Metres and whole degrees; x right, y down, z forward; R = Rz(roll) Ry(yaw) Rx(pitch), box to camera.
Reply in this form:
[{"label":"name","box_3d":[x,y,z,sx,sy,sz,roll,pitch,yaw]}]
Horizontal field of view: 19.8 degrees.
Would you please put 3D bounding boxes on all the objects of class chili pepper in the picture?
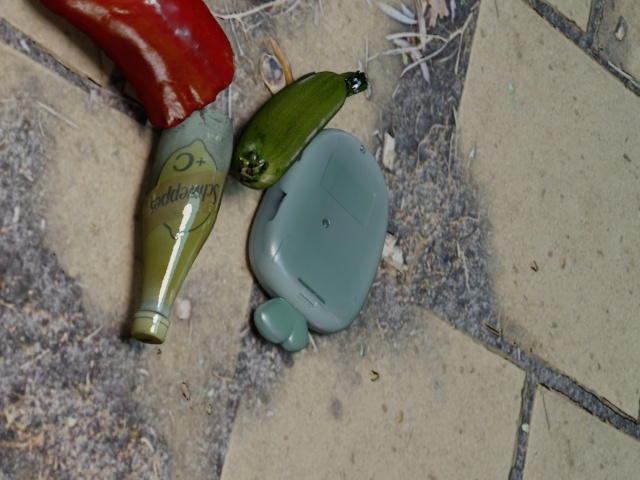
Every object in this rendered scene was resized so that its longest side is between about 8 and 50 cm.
[{"label":"chili pepper","box_3d":[-0.226,-0.278,1.922,0.338,0.131,0.134,48,42,-25]}]

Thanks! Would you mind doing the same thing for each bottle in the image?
[{"label":"bottle","box_3d":[-0.154,-0.016,1.969,0.083,0.083,0.270,30,60,-38]}]

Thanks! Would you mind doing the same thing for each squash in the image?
[{"label":"squash","box_3d":[-0.039,-0.127,2.105,0.318,0.080,0.071,-47,147,-54]}]

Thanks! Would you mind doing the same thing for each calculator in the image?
[{"label":"calculator","box_3d":[0.000,0.000,2.153,0.185,0.041,0.299,44,51,-30]}]
